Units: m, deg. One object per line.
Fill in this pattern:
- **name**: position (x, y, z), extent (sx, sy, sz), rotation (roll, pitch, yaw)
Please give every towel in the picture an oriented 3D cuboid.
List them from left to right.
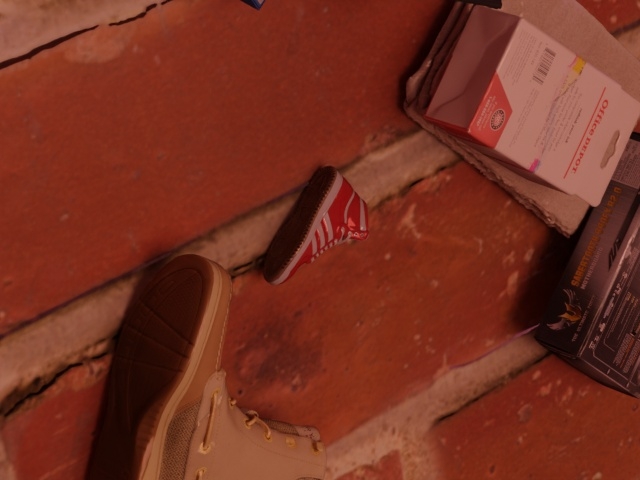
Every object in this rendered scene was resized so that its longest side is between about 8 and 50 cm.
- **towel**: position (0.202, -0.140, 1.879), extent (0.282, 0.049, 0.187), rotation (36, 81, -42)

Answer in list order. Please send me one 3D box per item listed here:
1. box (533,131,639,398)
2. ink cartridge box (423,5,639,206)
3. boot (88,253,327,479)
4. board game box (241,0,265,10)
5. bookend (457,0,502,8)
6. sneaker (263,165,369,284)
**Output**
- **box**: position (0.316, 0.028, 1.993), extent (0.183, 0.056, 0.231), rotation (31, 83, -57)
- **ink cartridge box**: position (0.198, -0.118, 1.805), extent (0.198, 0.067, 0.115), rotation (28, 86, -41)
- **boot**: position (-0.079, 0.145, 1.701), extent (0.203, 0.095, 0.262), rotation (9, 100, -41)
- **board game box**: position (-0.032, -0.309, 1.581), extent (0.210, 0.047, 0.160), rotation (-56, 157, -7)
- **bookend**: position (0.089, -0.285, 1.665), extent (0.072, 0.157, 0.156), rotation (3, 102, -41)
- **sneaker**: position (0.000, 0.000, 1.757), extent (0.067, 0.042, 0.118), rotation (41, 75, -37)
